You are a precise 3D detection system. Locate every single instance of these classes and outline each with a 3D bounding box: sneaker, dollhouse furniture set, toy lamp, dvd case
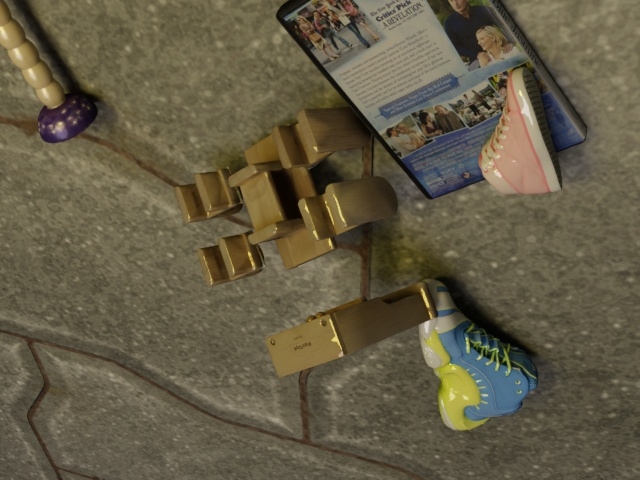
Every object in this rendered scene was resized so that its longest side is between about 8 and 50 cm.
[{"bbox_3d":[0.189,0.129,0.999,0.126,0.091,0.240,-11,131,10],"label":"sneaker"},{"bbox_3d":[0.168,-0.090,0.745,0.070,0.051,0.134,-7,135,25],"label":"sneaker"},{"bbox_3d":[0.000,0.000,0.893,0.212,0.161,0.242,-25,83,41],"label":"dollhouse furniture set"},{"bbox_3d":[-0.327,-0.227,0.851,0.080,0.080,0.274,0,135,26],"label":"toy lamp"},{"bbox_3d":[0.101,-0.154,0.767,0.180,0.022,0.253,-20,123,40],"label":"dvd case"}]
